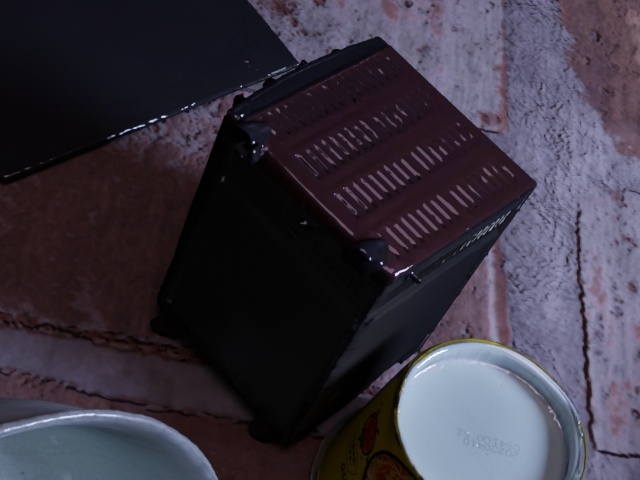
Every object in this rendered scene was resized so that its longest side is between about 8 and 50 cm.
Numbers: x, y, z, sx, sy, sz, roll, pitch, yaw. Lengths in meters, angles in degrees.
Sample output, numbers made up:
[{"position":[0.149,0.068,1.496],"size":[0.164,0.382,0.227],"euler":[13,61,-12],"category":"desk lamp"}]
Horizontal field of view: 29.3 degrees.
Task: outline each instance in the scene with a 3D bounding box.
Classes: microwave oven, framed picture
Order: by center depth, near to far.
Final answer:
[{"position":[0.002,0.000,0.912],"size":[0.188,0.247,0.178],"euler":[44,50,13],"category":"microwave oven"},{"position":[-0.212,-0.196,1.127],"size":[0.324,0.013,0.244],"euler":[-27,67,-33],"category":"framed picture"}]

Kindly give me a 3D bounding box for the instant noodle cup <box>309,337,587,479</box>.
[{"position":[0.096,0.164,0.885],"size":[0.182,0.144,0.182],"euler":[9,53,-13],"category":"instant noodle cup"}]

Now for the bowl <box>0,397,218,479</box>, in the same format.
[{"position":[-0.219,0.190,0.689],"size":[0.313,0.313,0.146],"euler":[-26,46,-33],"category":"bowl"}]
